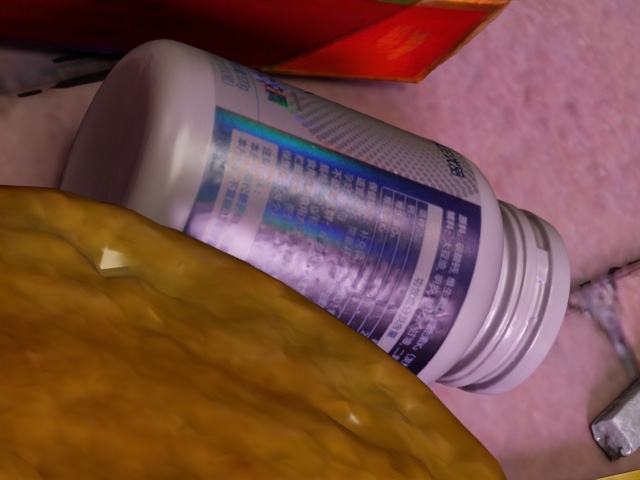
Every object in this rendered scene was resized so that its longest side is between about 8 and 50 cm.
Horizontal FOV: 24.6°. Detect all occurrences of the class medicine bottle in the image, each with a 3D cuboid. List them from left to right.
[{"bbox_3d":[0.000,0.000,0.580,0.191,0.107,0.107,19,59,-26],"label":"medicine bottle"}]

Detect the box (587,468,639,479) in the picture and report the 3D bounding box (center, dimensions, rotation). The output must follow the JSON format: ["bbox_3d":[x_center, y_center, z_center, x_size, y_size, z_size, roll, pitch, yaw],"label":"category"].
[{"bbox_3d":[0.136,0.148,0.658,0.156,0.022,0.089,-2,70,-35],"label":"box"}]

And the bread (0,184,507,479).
[{"bbox_3d":[-0.097,0.135,0.323,0.337,0.204,0.358,35,32,20],"label":"bread"}]

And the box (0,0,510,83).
[{"bbox_3d":[-0.080,-0.181,0.623,0.313,0.089,0.197,1,66,-34],"label":"box"}]

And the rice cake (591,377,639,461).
[{"bbox_3d":[0.174,0.069,0.724,0.121,0.021,0.022,-33,94,-38],"label":"rice cake"}]
